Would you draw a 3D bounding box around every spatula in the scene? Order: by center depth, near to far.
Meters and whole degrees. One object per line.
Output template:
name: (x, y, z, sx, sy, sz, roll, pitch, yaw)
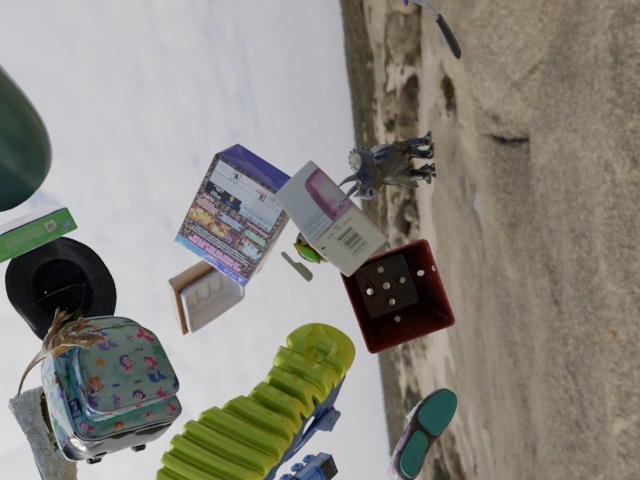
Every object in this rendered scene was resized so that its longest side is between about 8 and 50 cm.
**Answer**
spatula: (0.217, -0.460, 1.184, 0.296, 0.030, 0.084, 33, -124, -42)

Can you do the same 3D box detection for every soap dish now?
soap dish: (-0.414, 0.178, 2.144, 0.291, 0.118, 0.228, -34, -41, -35)

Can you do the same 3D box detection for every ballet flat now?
ballet flat: (0.192, 0.381, 1.164, 0.077, 0.079, 0.221, 46, -126, -5)
ballet flat: (-0.806, 0.606, 1.766, 0.409, 0.147, 0.147, 50, 172, 24)

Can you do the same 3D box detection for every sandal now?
sandal: (-0.064, 0.246, 0.742, 0.317, 0.126, 0.138, -34, -44, -37)

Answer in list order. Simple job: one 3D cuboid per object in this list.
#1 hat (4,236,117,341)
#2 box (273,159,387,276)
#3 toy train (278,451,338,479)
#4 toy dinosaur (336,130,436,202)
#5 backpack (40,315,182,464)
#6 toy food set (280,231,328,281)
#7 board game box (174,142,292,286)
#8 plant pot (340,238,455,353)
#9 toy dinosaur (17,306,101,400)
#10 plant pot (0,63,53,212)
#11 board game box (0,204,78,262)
hat: (-0.740, 0.136, 1.740, 0.134, 0.332, 0.331, -80, -18, -81)
box: (0.019, -0.054, 1.328, 0.149, 0.127, 0.232, 41, -172, -40)
toy train: (-0.039, 0.687, 1.708, 0.184, 0.105, 0.080, -26, -81, -41)
toy dinosaur: (0.139, -0.148, 1.143, 0.313, 0.161, 0.120, -34, -57, -72)
backpack: (-0.407, 0.264, 1.133, 0.253, 0.225, 0.191, 55, 127, 29)
toy food set: (0.000, 0.000, 1.455, 0.132, 0.192, 0.038, 40, 164, 30)
board game box: (-0.213, -0.069, 1.575, 0.291, 0.232, 0.141, -58, -3, 26)
plant pot: (0.216, 0.154, 1.791, 0.236, 0.268, 0.267, -131, 21, -86)
toy dinosaur: (-0.446, 0.175, 0.984, 0.064, 0.212, 0.112, 46, -149, -24)
plant pot: (-0.649, -0.187, 1.089, 0.235, 0.293, 0.292, 55, -153, -56)
board game box: (-0.615, 0.021, 1.057, 0.214, 0.317, 0.046, 7, 122, 58)
